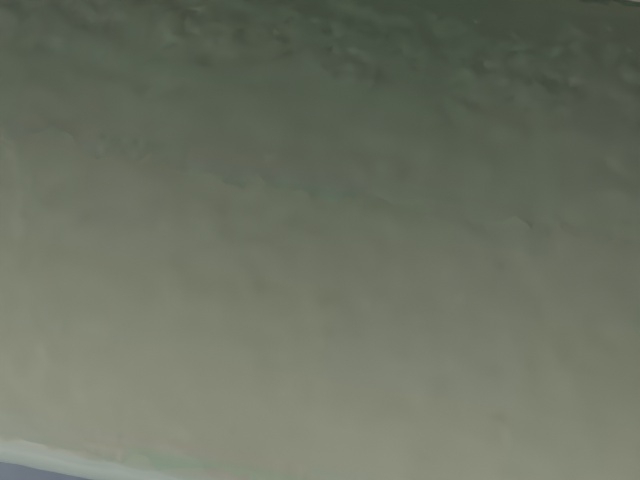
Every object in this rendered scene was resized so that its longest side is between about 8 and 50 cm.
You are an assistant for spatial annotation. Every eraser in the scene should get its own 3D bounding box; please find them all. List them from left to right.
[{"bbox_3d":[0.000,0.000,0.479,0.104,0.290,0.189,31,-110,-82],"label":"eraser"}]
